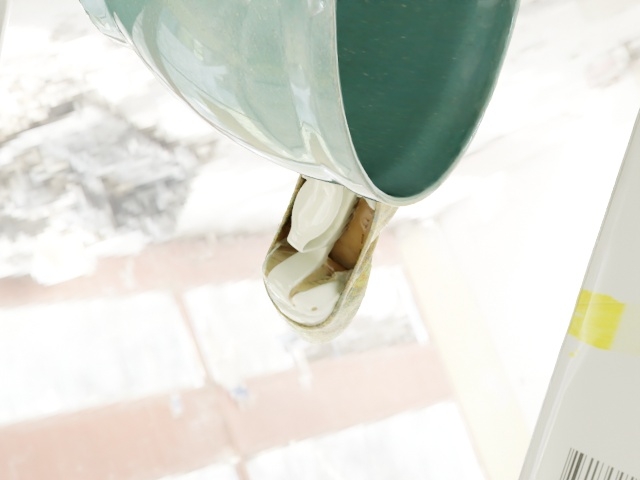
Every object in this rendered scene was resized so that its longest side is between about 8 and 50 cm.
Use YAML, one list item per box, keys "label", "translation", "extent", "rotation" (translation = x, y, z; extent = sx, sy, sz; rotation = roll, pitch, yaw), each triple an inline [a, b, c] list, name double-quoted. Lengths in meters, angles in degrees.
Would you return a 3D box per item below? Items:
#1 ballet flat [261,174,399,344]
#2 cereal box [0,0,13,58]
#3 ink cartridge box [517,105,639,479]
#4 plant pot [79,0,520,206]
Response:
- label: "ballet flat"
  translation: [0.000, 0.000, 1.430]
  extent: [0.123, 0.123, 0.348]
  rotation: [-13, 145, -33]
- label: "cereal box"
  translation: [-0.270, -0.157, 0.892]
  extent: [0.047, 0.173, 0.240]
  rotation: [18, -168, 15]
- label: "ink cartridge box"
  translation: [0.286, 0.090, 0.796]
  extent: [0.160, 0.279, 0.384]
  rotation: [-22, 131, -59]
- label: "plant pot"
  translation: [-0.017, -0.179, 0.789]
  extent: [0.196, 0.293, 0.293]
  rotation: [12, -179, 24]
